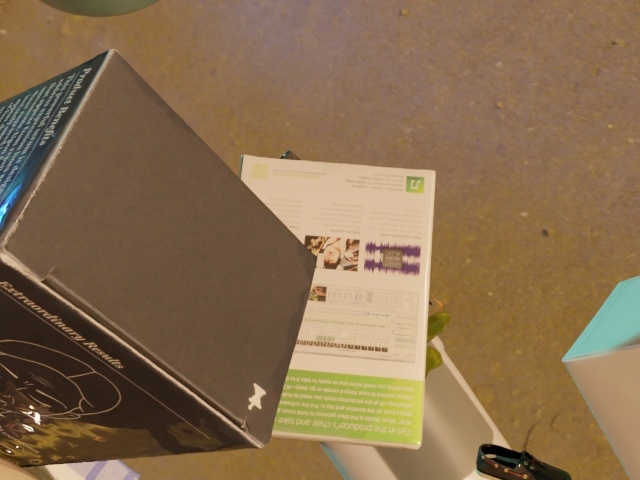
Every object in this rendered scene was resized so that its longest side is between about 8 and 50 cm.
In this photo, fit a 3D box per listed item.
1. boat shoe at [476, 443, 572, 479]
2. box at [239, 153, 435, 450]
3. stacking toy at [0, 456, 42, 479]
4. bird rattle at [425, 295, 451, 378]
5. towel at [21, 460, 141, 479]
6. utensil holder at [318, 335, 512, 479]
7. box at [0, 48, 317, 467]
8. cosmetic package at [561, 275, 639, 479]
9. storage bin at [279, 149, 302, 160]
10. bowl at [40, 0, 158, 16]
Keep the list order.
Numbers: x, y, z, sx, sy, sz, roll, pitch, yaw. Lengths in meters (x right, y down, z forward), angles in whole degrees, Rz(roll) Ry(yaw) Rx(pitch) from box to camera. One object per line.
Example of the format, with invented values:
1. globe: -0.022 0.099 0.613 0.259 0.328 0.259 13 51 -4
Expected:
1. boat shoe: 0.278 0.313 1.159 0.133 0.049 0.042 10 114 26
2. box: 0.007 0.066 0.966 0.058 0.232 0.322 89 -173 -71
3. stacking toy: -0.365 0.427 0.643 0.480 0.350 0.350 -45 56 -1
4. bird rattle: 0.112 0.137 1.517 0.253 0.207 0.143 22 125 18
5. towel: -0.417 0.413 1.250 0.209 0.285 0.034 47 148 -22
6. utensil holder: 0.208 0.437 1.705 0.327 0.327 0.385 -39 83 41
7. box: -0.258 0.049 0.791 0.395 0.293 0.212 -13 45 34
8. cosmetic package: 0.458 0.224 0.972 0.155 0.197 0.366 -25 97 47
9. storage bin: -0.062 -0.088 1.613 0.122 0.084 0.180 -49 17 8
10. bowl: -0.263 -0.386 0.997 0.312 0.311 0.163 61 164 23
